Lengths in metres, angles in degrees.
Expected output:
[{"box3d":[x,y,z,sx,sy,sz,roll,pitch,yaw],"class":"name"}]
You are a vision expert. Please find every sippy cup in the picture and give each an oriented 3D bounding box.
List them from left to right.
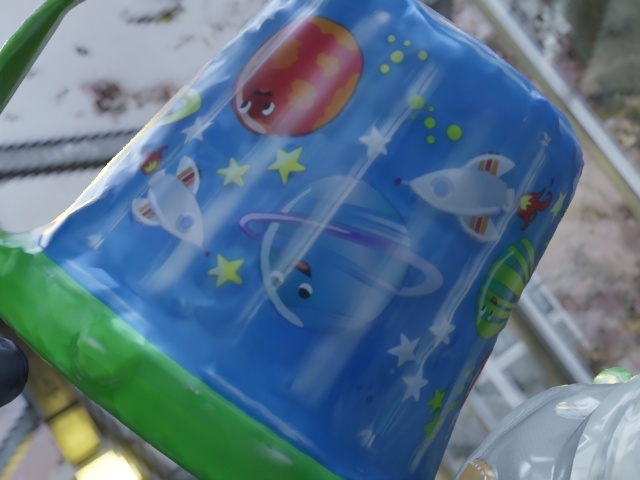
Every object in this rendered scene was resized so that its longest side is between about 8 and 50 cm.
[{"box3d":[0.000,0.000,0.809,0.224,0.240,0.305,-53,-47,-1],"class":"sippy cup"}]

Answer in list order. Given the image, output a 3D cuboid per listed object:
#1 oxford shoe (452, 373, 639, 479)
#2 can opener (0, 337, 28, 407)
[{"box3d":[0.201,0.128,0.678,0.130,0.169,0.449,-18,-21,40],"class":"oxford shoe"},{"box3d":[-0.177,0.064,0.515,0.186,0.073,0.059,-14,15,-22],"class":"can opener"}]
